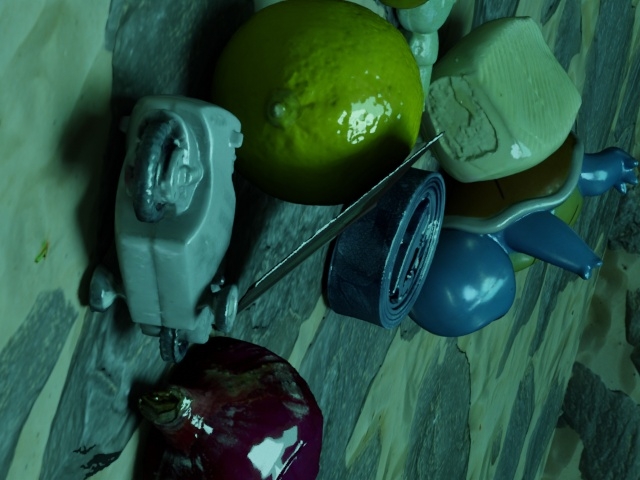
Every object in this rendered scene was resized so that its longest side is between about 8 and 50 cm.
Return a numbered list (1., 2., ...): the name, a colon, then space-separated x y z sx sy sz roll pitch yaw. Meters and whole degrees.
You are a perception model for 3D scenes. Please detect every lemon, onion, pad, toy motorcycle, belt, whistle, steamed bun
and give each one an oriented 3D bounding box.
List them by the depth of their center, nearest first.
1. toy motorcycle: -0.107 -0.025 1.208 0.260 0.110 0.171 88 14 -53
2. lemon: -0.004 -0.114 1.294 0.203 0.178 0.178 -28 131 -70
3. pad: 0.000 0.000 1.339 0.202 0.005 0.300 -39 178 -13
4. onion: -0.086 0.176 1.388 0.195 0.139 0.218 -60 154 -16
5. whistle: 0.115 -0.231 1.702 0.104 0.057 0.198 -38 138 -58
6. belt: 0.074 0.000 1.739 0.190 0.082 0.141 -68 157 -12
7. steamed bun: 0.196 -0.161 1.847 0.170 0.152 0.238 60 33 -9

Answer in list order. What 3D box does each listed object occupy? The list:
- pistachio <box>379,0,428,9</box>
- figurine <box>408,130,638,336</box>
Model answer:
1. pistachio: 0.062 -0.308 1.452 0.110 0.100 0.189 -85 166 -49
2. figurine: 0.257 -0.052 2.005 0.243 0.298 0.416 31 70 -35
